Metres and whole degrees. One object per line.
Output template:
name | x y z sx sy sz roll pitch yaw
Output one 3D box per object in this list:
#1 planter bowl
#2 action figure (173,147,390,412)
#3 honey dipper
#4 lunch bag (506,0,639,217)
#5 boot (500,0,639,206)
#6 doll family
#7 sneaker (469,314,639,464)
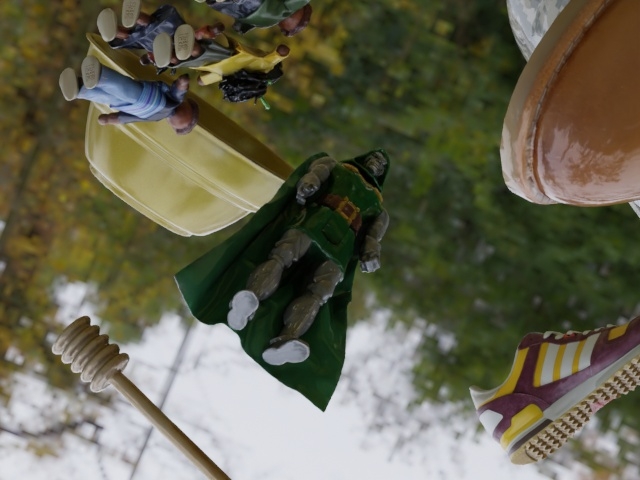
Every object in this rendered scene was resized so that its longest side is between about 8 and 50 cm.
planter bowl | -0.118 -0.066 1.356 0.217 0.090 0.217 35 -173 -5
action figure | 0.000 0.000 1.221 0.137 0.063 0.232 46 -141 -12
honey dipper | -0.091 0.108 0.994 0.160 0.030 0.030 44 -167 11
lunch bag | 0.291 -0.126 1.351 0.256 0.212 0.305 31 -159 -53
boot | 0.227 -0.035 0.605 0.283 0.109 0.220 -17 -136 -30
doll family | -0.084 -0.121 1.155 0.193 0.076 0.111 -8 169 38
sneaker | 0.200 0.090 1.335 0.084 0.185 0.069 55 -174 27
